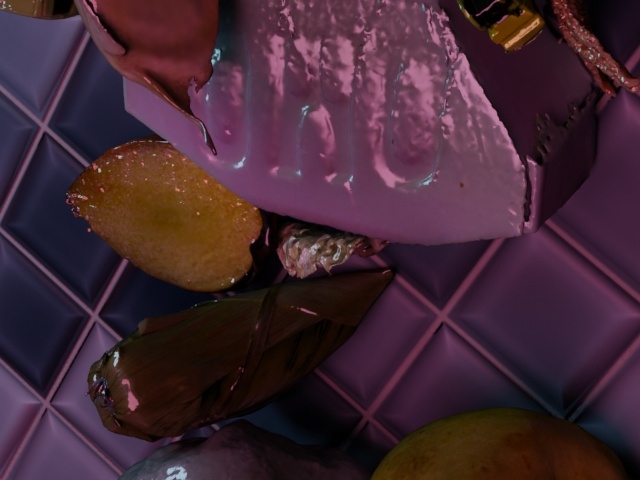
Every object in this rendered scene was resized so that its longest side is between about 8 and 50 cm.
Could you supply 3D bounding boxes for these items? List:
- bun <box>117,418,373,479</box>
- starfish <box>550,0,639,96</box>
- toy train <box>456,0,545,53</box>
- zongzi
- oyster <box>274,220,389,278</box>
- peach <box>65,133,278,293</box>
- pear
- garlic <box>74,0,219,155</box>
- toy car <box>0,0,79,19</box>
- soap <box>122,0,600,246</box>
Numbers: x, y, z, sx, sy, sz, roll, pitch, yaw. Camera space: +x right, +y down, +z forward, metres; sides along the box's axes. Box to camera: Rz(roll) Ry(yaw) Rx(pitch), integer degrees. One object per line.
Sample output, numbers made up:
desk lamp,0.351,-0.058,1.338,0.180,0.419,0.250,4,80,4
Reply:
bun,-0.088,0.327,1.759,0.355,0.194,0.354,-5,142,-4
starfish,0.204,-0.210,1.362,0.048,0.231,0.295,-28,123,4
toy train,0.123,-0.276,1.404,0.053,0.085,0.249,-34,54,24
zongzi,-0.083,0.105,1.661,0.274,0.251,0.125,-32,77,36
oyster,0.002,0.003,1.640,0.200,0.106,0.061,-17,96,41
peach,-0.152,-0.037,1.756,0.279,0.068,0.189,13,121,29
pear,0.172,0.325,1.578,0.304,0.304,0.303,13,117,28
garlic,-0.145,-0.263,1.433,0.196,0.151,0.338,15,91,18
toy car,-0.362,-0.309,1.733,0.257,0.124,0.101,18,118,24
soap,0.032,-0.150,1.535,0.446,0.156,0.261,15,117,26
